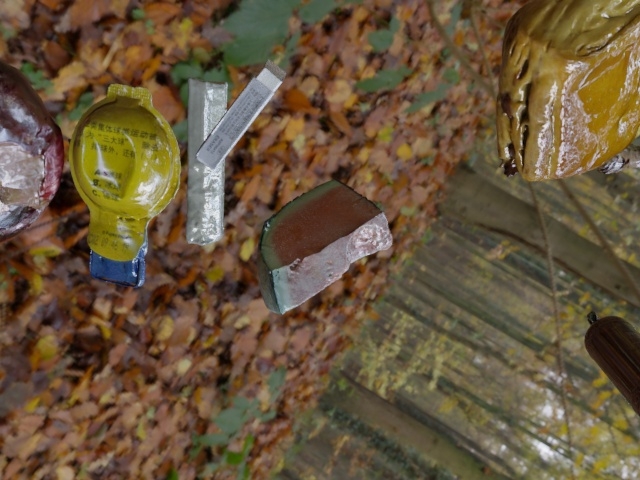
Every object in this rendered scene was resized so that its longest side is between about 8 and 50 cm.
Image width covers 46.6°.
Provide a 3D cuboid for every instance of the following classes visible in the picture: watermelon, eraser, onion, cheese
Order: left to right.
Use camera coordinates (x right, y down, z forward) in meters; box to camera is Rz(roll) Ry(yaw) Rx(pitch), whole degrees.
[{"bbox_3d":[-0.430,-0.089,0.826,0.272,0.272,0.195,113,-6,-46],"label":"onion"},{"bbox_3d":[-0.268,-0.071,0.996,0.069,0.177,0.270,-22,121,-69],"label":"cheese"},{"bbox_3d":[-0.083,-0.131,0.776,0.122,0.029,0.052,-49,-166,19],"label":"eraser"},{"bbox_3d":[0.000,0.000,1.277,0.318,0.226,0.148,-44,120,-57],"label":"watermelon"}]

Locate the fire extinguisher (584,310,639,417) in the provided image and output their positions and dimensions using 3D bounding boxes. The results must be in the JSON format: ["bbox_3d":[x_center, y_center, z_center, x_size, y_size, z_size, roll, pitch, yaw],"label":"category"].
[{"bbox_3d":[0.589,0.233,1.420,0.102,0.138,0.344,-37,-157,10],"label":"fire extinguisher"}]

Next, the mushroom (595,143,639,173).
[{"bbox_3d":[0.447,-0.109,0.948,0.227,0.217,0.148,-66,161,-78],"label":"mushroom"}]

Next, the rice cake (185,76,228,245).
[{"bbox_3d":[-0.164,-0.110,1.064,0.057,0.052,0.256,-20,127,-40],"label":"rice cake"}]

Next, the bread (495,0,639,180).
[{"bbox_3d":[0.287,-0.173,0.768,0.235,0.099,0.210,-30,138,-22],"label":"bread"}]
